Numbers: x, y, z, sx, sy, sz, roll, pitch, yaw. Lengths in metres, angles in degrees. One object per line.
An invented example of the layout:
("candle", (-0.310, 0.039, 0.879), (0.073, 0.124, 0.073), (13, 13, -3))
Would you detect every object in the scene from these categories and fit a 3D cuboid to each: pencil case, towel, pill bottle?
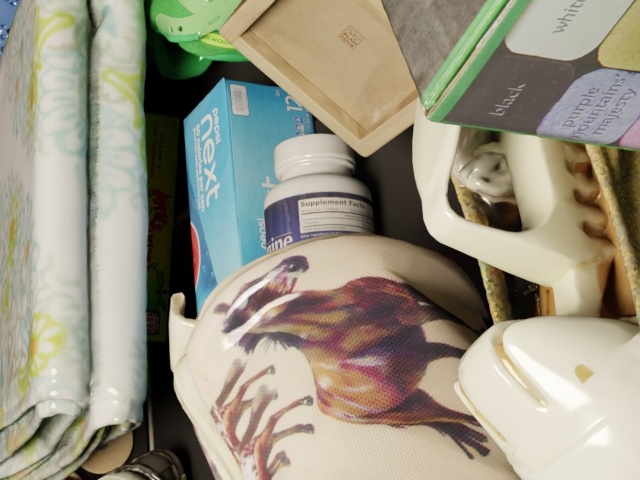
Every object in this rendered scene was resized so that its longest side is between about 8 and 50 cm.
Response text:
("pencil case", (0.043, 0.189, 0.639), (0.160, 0.183, 0.410), (115, 147, -45))
("towel", (-0.195, -0.015, 1.080), (0.320, 0.090, 0.375), (142, 128, -63))
("pill bottle", (0.000, 0.000, 0.867), (0.067, 0.067, 0.120), (-31, 59, 56))

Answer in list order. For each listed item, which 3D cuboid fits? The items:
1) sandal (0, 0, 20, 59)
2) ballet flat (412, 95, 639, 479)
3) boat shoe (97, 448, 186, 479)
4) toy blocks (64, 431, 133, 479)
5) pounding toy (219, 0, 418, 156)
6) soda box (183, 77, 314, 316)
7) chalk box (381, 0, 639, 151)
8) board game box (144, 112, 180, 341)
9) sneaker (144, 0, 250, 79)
("sandal", (-0.301, -0.310, 1.420), (0.138, 0.126, 0.317), (11, 96, 57))
("ballet flat", (0.104, 0.019, 0.627), (0.123, 0.123, 0.349), (-43, 50, 51))
("boat shoe", (-0.145, 0.264, 1.097), (0.081, 0.068, 0.228), (24, 117, 18))
("toy blocks", (-0.215, 0.194, 1.244), (0.148, 0.054, 0.123), (9, 94, 62))
("pounding toy", (0.017, -0.133, 0.794), (0.141, 0.130, 0.100), (-34, 20, 55))
("soda box", (-0.041, 0.005, 0.943), (0.071, 0.067, 0.210), (-35, 55, 54))
("chalk box", (0.128, -0.149, 0.545), (0.180, 0.179, 0.289), (-55, 41, 41))
("board game box", (-0.158, -0.010, 1.183), (0.092, 0.043, 0.181), (-3, 83, 62))
("sneaker", (-0.048, -0.187, 0.966), (0.295, 0.109, 0.124), (151, 111, -64))
